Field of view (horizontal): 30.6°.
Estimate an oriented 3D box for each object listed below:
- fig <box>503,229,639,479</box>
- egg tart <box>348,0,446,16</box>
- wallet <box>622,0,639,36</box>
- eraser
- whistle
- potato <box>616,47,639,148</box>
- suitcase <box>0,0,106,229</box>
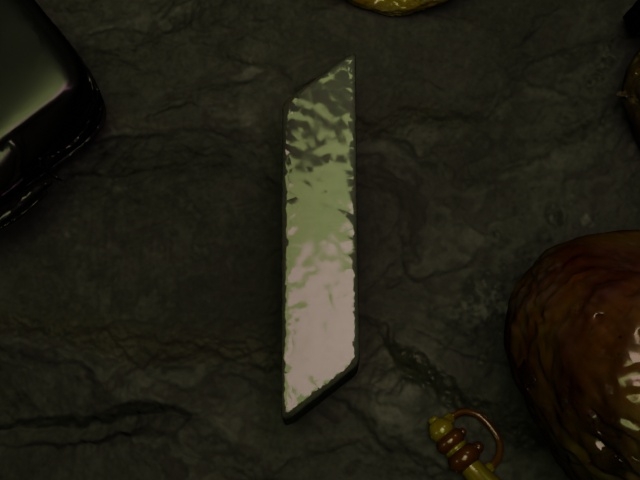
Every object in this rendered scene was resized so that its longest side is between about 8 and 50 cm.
[{"bbox_3d":[0.297,0.185,1.049,0.286,0.286,0.369,3,102,1],"label":"fig"},{"bbox_3d":[0.077,-0.320,1.192,0.191,0.191,0.074,8,44,2],"label":"egg tart"},{"bbox_3d":[0.453,-0.296,1.150,0.318,0.172,0.045,-29,89,2],"label":"wallet"},{"bbox_3d":[0.001,0.000,1.137,0.077,0.111,0.353,0,78,-1],"label":"eraser"},{"bbox_3d":[0.151,0.208,1.130,0.057,0.046,0.109,-36,74,9],"label":"whistle"},{"bbox_3d":[0.343,-0.126,1.169,0.089,0.100,0.172,-8,82,4],"label":"potato"},{"bbox_3d":[-0.418,-0.139,1.132,0.345,0.188,0.339,-38,79,-8],"label":"suitcase"}]
